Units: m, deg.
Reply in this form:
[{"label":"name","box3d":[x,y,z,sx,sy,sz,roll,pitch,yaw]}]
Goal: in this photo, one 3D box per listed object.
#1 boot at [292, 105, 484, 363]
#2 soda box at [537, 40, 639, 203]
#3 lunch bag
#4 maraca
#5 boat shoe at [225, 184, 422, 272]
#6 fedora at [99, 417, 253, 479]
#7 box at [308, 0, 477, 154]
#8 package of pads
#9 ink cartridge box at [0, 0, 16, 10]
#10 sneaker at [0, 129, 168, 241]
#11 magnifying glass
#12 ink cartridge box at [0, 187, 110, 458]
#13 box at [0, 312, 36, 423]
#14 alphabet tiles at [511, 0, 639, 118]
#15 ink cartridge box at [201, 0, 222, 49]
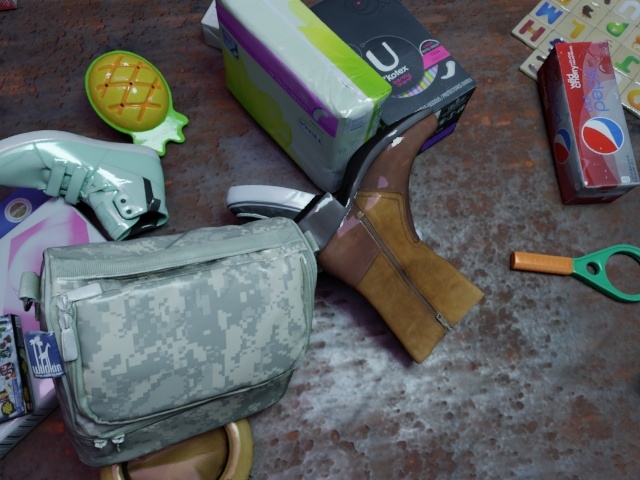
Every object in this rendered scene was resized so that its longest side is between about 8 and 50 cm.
[{"label":"boot","box3d":[0.138,-0.008,0.705,0.280,0.096,0.264,44,78,-13]},{"label":"soda box","box3d":[0.441,-0.197,0.852,0.092,0.083,0.263,-3,74,1]},{"label":"lunch bag","box3d":[-0.167,0.094,0.599,0.305,0.256,0.212,-10,51,-30]},{"label":"maraca","box3d":[-0.306,-0.229,0.853,0.127,0.099,0.185,-40,101,-17]},{"label":"boat shoe","box3d":[-0.001,0.001,0.772,0.307,0.113,0.104,17,77,-12]},{"label":"fedora","box3d":[-0.189,0.286,0.685,0.195,0.079,0.194,3,69,-9]},{"label":"box","box3d":[0.096,-0.274,0.847,0.165,0.143,0.270,-34,75,-12]},{"label":"package of pads","box3d":[-0.039,-0.236,0.787,0.101,0.229,0.296,-37,75,-17]},{"label":"ink cartridge box","box3d":[-0.670,-0.497,0.916,0.176,0.128,0.127,-11,72,-4]},{"label":"sneaker","box3d":[-0.346,-0.072,0.744,0.256,0.094,0.151,-4,60,-36]},{"label":"magnifying glass","box3d":[0.421,0.045,0.810,0.231,0.026,0.092,7,72,-1]},{"label":"ink cartridge box","box3d":[-0.461,0.090,0.754,0.330,0.071,0.324,42,76,11]},{"label":"box","box3d":[-0.440,0.176,0.674,0.094,0.027,0.137,-18,75,-6]},{"label":"alphabet tiles","box3d":[0.542,-0.384,0.963,0.285,0.011,0.342,40,75,11]},{"label":"ink cartridge box","box3d":[-0.131,-0.434,0.940,0.104,0.061,0.181,21,73,5]}]
